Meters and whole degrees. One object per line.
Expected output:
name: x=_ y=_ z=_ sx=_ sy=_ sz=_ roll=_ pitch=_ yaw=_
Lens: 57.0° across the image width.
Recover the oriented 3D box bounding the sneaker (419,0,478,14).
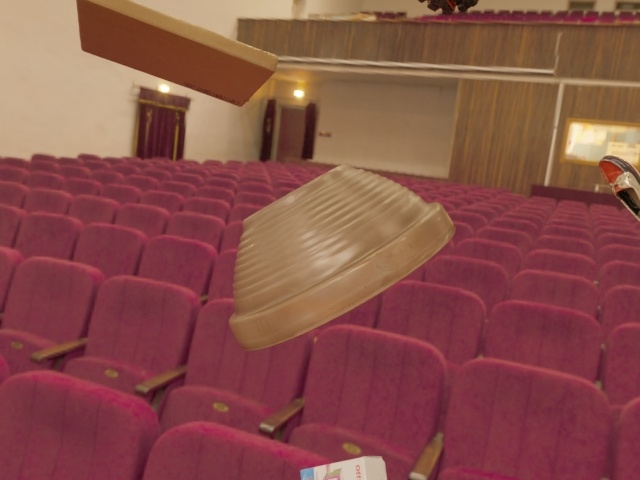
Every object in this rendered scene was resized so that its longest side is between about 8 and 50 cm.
sneaker: x=0.159 y=-0.294 z=0.493 sx=0.088 sy=0.092 sz=0.225 roll=29 pitch=-27 yaw=-22

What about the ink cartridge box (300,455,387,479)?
ink cartridge box: x=0.035 y=0.366 z=0.850 sx=0.122 sy=0.088 sz=0.052 roll=-25 pitch=-33 yaw=32

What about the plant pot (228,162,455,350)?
plant pot: x=0.000 y=0.000 z=0.577 sx=0.237 sy=0.109 sz=0.237 roll=-30 pitch=4 yaw=2

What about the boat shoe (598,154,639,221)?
boat shoe: x=0.513 y=-0.086 z=0.986 sx=0.043 sy=0.137 sz=0.049 roll=-27 pitch=-19 yaw=-21

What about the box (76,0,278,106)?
box: x=-0.162 y=-0.207 z=0.653 sx=0.201 sy=0.021 sz=0.164 roll=17 pitch=-7 yaw=-19
